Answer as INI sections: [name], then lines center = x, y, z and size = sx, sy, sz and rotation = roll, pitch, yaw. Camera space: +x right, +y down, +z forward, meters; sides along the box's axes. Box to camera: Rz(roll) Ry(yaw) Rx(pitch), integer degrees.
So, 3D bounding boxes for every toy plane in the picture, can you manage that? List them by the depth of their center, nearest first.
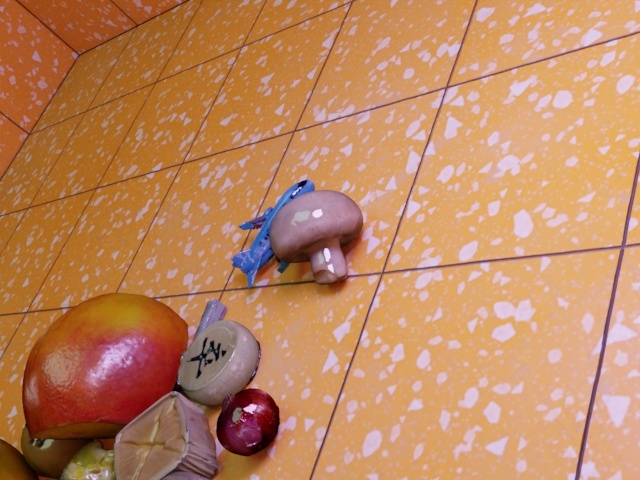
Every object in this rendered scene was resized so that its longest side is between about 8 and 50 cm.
[toy plane]
center = -0.097, -0.021, 1.944
size = 0.271, 0.105, 0.254
rotation = -46, 34, 1

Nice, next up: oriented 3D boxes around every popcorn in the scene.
[popcorn]
center = -0.471, 0.508, 1.817
size = 0.173, 0.142, 0.173
rotation = -39, 9, 8

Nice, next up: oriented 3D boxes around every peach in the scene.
[peach]
center = -0.478, 0.277, 1.881
size = 0.242, 0.306, 0.380
rotation = -48, 17, 55

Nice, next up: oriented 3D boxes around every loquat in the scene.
[loquat]
center = -0.610, 0.459, 1.965
size = 0.149, 0.205, 0.172
rotation = -42, 16, -30

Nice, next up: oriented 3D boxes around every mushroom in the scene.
[mushroom]
center = 0.000, 0.000, 1.769
size = 0.204, 0.204, 0.204
rotation = -30, 38, 26

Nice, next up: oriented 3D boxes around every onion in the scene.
[onion]
center = -0.136, 0.339, 1.612
size = 0.131, 0.131, 0.131
rotation = -30, 38, 26

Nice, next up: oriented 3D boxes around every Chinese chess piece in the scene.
[Chinese chess piece]
center = -0.217, 0.259, 1.819
size = 0.188, 0.083, 0.188
rotation = -32, 34, 25

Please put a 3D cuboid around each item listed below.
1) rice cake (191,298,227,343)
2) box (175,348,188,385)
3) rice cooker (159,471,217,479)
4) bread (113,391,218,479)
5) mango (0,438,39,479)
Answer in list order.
[rice cake]
center = -0.267, 0.230, 1.938
size = 0.034, 0.043, 0.211
rotation = -17, 43, 45
[box]
center = -0.318, 0.290, 1.953
size = 0.053, 0.024, 0.083
rotation = -16, 46, 40
[rice cooker]
center = -0.235, 0.497, 1.557
size = 0.206, 0.127, 0.145
rotation = -12, 48, 54
[bread]
center = -0.311, 0.433, 1.725
size = 0.210, 0.110, 0.192
rotation = -41, 40, 11
[mango]
center = -0.772, 0.621, 1.953
size = 0.445, 0.232, 0.300
rotation = 26, 83, 49
